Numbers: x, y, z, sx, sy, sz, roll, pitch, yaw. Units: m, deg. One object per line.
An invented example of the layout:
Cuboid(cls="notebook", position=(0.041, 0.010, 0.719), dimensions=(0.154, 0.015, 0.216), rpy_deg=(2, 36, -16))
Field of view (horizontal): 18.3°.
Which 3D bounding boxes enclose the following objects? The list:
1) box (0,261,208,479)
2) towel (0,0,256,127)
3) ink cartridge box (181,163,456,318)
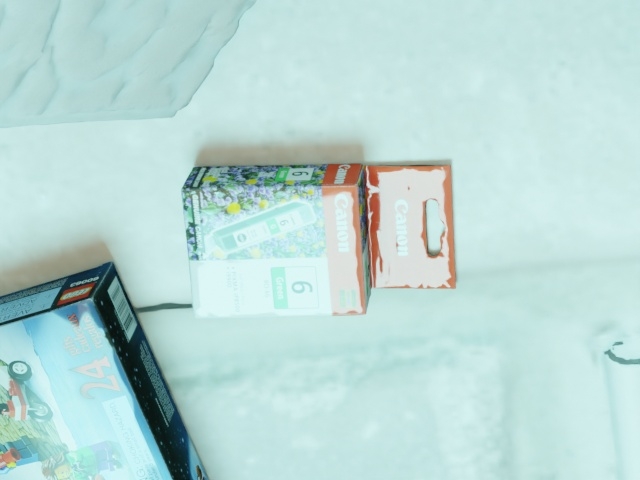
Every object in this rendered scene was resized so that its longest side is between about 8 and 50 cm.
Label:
Cuboid(cls="box", position=(-0.129, 0.140, 0.930), dimensions=(0.159, 0.044, 0.233), rpy_deg=(-17, 109, 14))
Cuboid(cls="towel", position=(-0.068, -0.173, 0.660), dimensions=(0.053, 0.317, 0.332), rpy_deg=(43, 114, 19))
Cuboid(cls="ink cartridge box", position=(0.000, 0.000, 0.863), dimensions=(0.115, 0.029, 0.063), rpy_deg=(-1, 112, 8))
